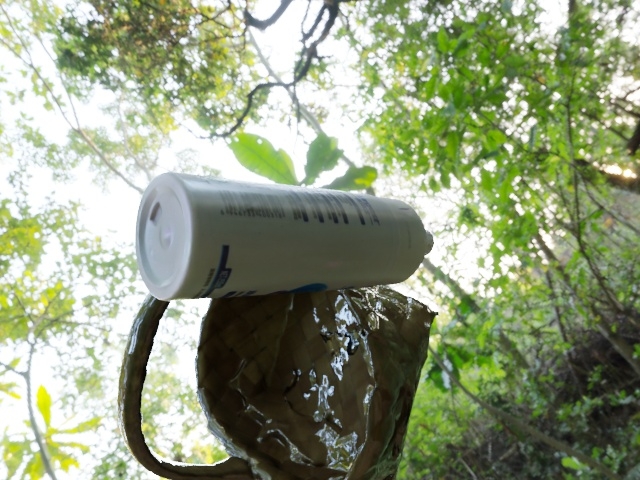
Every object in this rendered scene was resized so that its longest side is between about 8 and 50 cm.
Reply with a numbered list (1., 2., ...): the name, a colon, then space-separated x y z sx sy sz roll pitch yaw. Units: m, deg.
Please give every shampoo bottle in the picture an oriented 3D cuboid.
1. shampoo bottle: 0.000 0.000 0.461 0.303 0.092 0.092 2 -47 -44

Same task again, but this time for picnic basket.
1. picnic basket: -0.077 0.142 0.600 0.337 0.337 0.293 10 -86 -58
